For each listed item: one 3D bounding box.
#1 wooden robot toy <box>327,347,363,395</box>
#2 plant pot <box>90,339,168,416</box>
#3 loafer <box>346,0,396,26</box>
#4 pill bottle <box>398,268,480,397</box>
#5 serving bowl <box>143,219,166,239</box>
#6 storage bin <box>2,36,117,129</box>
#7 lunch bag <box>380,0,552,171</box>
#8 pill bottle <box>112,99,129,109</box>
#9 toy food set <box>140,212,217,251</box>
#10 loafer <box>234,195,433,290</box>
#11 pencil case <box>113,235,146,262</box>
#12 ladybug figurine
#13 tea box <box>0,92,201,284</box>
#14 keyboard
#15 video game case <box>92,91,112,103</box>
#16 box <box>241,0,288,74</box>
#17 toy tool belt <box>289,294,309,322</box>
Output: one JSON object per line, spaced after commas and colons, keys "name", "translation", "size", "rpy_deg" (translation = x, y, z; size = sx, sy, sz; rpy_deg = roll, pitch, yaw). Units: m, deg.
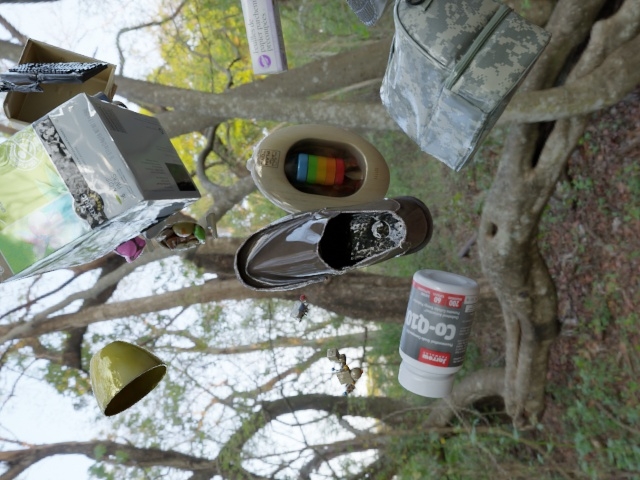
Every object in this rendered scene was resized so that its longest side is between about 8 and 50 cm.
{"name": "wooden robot toy", "translation": [0.086, 0.375, 1.501], "size": [0.173, 0.079, 0.076], "rpy_deg": [66, -158, -20]}
{"name": "plant pot", "translation": [-0.364, 0.239, 0.948], "size": [0.095, 0.134, 0.134], "rpy_deg": [45, -178, 16]}
{"name": "loafer", "translation": [0.126, -0.523, 1.051], "size": [0.102, 0.092, 0.268], "rpy_deg": [49, 174, -11]}
{"name": "pill bottle", "translation": [0.284, 0.226, 1.271], "size": [0.161, 0.161, 0.283], "rpy_deg": [-43, -38, -77]}
{"name": "serving bowl", "translation": [-0.406, -0.045, 1.251], "size": [0.083, 0.027, 0.083], "rpy_deg": [-60, -7, -12]}
{"name": "storage bin", "translation": [-0.808, -0.453, 1.625], "size": [0.123, 0.262, 0.260], "rpy_deg": [142, 140, -67]}
{"name": "lunch bag", "translation": [0.240, -0.316, 0.979], "size": [0.212, 0.256, 0.305], "rpy_deg": [-54, -9, -12]}
{"name": "pill bottle", "translation": [-0.758, -0.401, 1.964], "size": [0.323, 0.181, 0.181], "rpy_deg": [49, -166, -1]}
{"name": "toy food set", "translation": [-0.360, -0.006, 1.340], "size": [0.132, 0.192, 0.038], "rpy_deg": [95, 159, -57]}
{"name": "loafer", "translation": [0.000, 0.000, 0.872], "size": [0.130, 0.366, 0.134], "rpy_deg": [-7, -101, -71]}
{"name": "pencil case", "translation": [-0.608, -0.012, 1.477], "size": [0.209, 0.098, 0.095], "rpy_deg": [31, -134, -16]}
{"name": "ladybug figurine", "translation": [-0.009, -0.208, 1.645], "size": [0.162, 0.449, 0.305], "rpy_deg": [130, 150, -76]}
{"name": "tea box", "translation": [-0.470, -0.099, 1.044], "size": [0.220, 0.323, 0.329], "rpy_deg": [60, -174, -2]}
{"name": "keyboard", "translation": [-0.769, -0.459, 1.436], "size": [0.201, 0.317, 0.033], "rpy_deg": [-61, -31, -44]}
{"name": "video game case", "translation": [-0.602, -0.188, 1.361], "size": [0.300, 0.036, 0.329], "rpy_deg": [52, -124, -15]}
{"name": "box", "translation": [-0.124, -0.496, 1.020], "size": [0.067, 0.063, 0.324], "rpy_deg": [-61, -36, -71]}
{"name": "toy tool belt", "translation": [-0.060, 0.220, 1.661], "size": [0.051, 0.052, 0.083], "rpy_deg": [42, -109, -43]}
